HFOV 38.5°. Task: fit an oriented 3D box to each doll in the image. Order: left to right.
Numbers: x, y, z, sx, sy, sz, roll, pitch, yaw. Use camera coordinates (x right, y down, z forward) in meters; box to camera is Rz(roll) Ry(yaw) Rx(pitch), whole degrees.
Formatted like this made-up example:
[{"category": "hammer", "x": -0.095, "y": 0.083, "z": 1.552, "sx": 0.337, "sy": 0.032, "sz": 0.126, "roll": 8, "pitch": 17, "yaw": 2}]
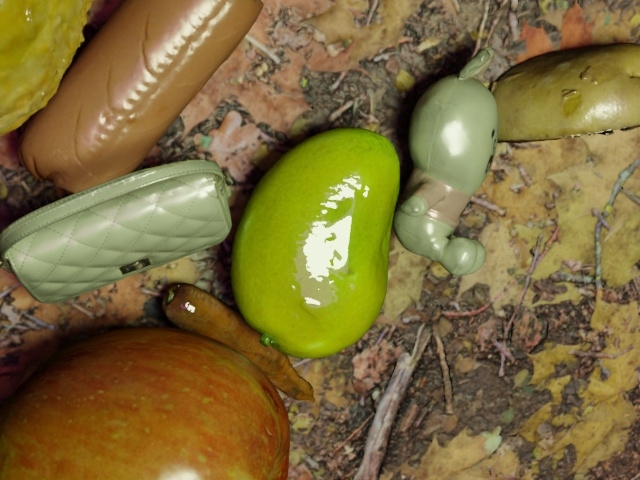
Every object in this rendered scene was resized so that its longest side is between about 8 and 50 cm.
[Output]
[{"category": "doll", "x": 0.146, "y": -0.091, "z": 1.080, "sx": 0.113, "sy": 0.155, "sz": 0.275, "roll": 9, "pitch": 103, "yaw": 23}]

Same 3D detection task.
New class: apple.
[{"category": "apple", "x": -0.199, "y": 0.254, "z": 0.990, "sx": 0.339, "sy": 0.339, "sz": 0.339, "roll": -5, "pitch": 109, "yaw": -14}]

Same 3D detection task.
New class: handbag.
[{"category": "handbag", "x": -0.212, "y": -0.015, "z": 0.959, "sx": 0.256, "sy": 0.219, "sz": 0.079, "roll": -20, "pitch": 78, "yaw": -8}]

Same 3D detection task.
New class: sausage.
[{"category": "sausage", "x": -0.193, "y": -0.172, "z": 0.964, "sx": 0.121, "sy": 0.121, "sz": 0.304, "roll": 38, "pitch": 96, "yaw": -23}]

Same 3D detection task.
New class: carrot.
[{"category": "carrot", "x": -0.095, "y": 0.129, "z": 1.126, "sx": 0.248, "sy": 0.059, "sz": 0.059, "roll": 39, "pitch": 94, "yaw": -27}]

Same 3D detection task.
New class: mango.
[{"category": "mango", "x": -0.009, "y": 0.002, "z": 1.059, "sx": 0.185, "sy": 0.149, "sz": 0.273, "roll": 4, "pitch": 101, "yaw": -9}]

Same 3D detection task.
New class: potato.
[{"category": "potato", "x": 0.324, "y": -0.180, "z": 1.100, "sx": 0.243, "sy": 0.138, "sz": 0.098, "roll": -15, "pitch": 107, "yaw": -14}]

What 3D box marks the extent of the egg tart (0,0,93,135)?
[{"category": "egg tart", "x": -0.379, "y": -0.264, "z": 0.852, "sx": 0.339, "sy": 0.153, "sz": 0.351, "roll": -8, "pitch": 98, "yaw": -12}]
